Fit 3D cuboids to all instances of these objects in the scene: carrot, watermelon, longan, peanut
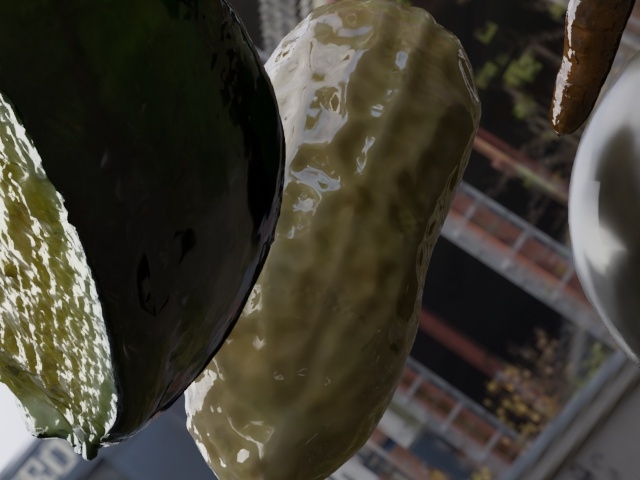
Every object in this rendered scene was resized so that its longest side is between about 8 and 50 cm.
[{"bbox_3d":[0.131,-0.119,0.781,0.036,0.036,0.165,-29,-43,-49],"label":"carrot"},{"bbox_3d":[-0.086,-0.011,0.607,0.123,0.129,0.301,-58,-14,-30],"label":"watermelon"},{"bbox_3d":[0.254,-0.022,1.024,0.248,0.248,0.248,-45,-24,-26],"label":"longan"},{"bbox_3d":[0.000,0.000,0.993,0.153,0.140,0.325,-25,44,64],"label":"peanut"}]
